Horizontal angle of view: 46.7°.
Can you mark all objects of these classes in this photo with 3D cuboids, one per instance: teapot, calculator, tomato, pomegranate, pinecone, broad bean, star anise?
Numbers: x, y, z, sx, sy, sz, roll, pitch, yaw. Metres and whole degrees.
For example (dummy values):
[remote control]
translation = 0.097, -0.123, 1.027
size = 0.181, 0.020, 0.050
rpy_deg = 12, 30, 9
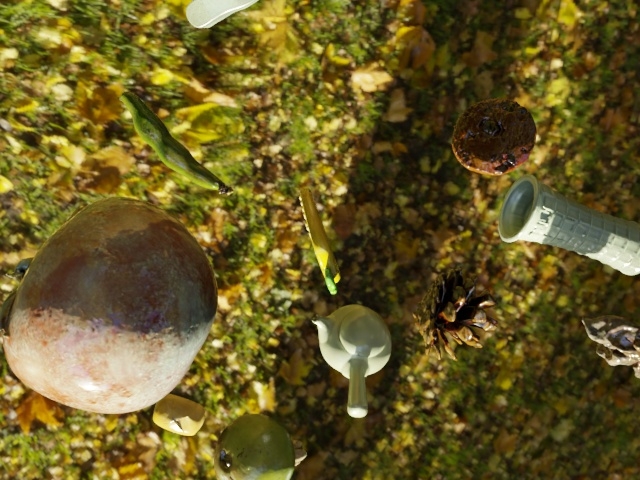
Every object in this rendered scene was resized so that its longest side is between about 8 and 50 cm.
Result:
[teapot]
translation = 0.116, 0.322, 2.051
size = 0.220, 0.318, 0.149
rpy_deg = -15, 156, -19
[calculator]
translation = 0.000, 0.000, 1.404
size = 0.032, 0.234, 0.146
rpy_deg = -19, 143, 2
[tomato]
translation = -0.301, 0.093, 1.068
size = 0.283, 0.317, 0.316
rpy_deg = 30, 87, -7
[pomegranate]
translation = -0.117, 0.449, 1.557
size = 0.211, 0.179, 0.179
rpy_deg = -19, 119, -28
[pinecone]
translation = 0.339, 0.184, 1.843
size = 0.201, 0.202, 0.228
rpy_deg = 1, 103, -16
[broad bean]
translation = -0.293, -0.179, 1.450
size = 0.060, 0.297, 0.043
rpy_deg = -46, 179, 19
[star anise]
translation = 0.546, 0.185, 1.206
size = 0.197, 0.212, 0.073
rpy_deg = 41, 64, -14

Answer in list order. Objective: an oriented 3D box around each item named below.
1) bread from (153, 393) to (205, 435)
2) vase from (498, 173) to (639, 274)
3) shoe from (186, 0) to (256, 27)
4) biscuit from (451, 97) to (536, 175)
[bread]
translation = -0.317, 0.395, 1.660
size = 0.115, 0.056, 0.082
rpy_deg = 26, 98, -13
[vase]
translation = 0.530, -0.022, 1.513
size = 0.299, 0.143, 0.143
rpy_deg = 18, 97, -12
[shoe]
translation = -0.203, -0.532, 1.620
size = 0.195, 0.078, 0.079
rpy_deg = -25, 108, 19
[biscuit]
translation = 0.397, -0.237, 1.701
size = 0.192, 0.192, 0.049
rpy_deg = -65, 157, 1
